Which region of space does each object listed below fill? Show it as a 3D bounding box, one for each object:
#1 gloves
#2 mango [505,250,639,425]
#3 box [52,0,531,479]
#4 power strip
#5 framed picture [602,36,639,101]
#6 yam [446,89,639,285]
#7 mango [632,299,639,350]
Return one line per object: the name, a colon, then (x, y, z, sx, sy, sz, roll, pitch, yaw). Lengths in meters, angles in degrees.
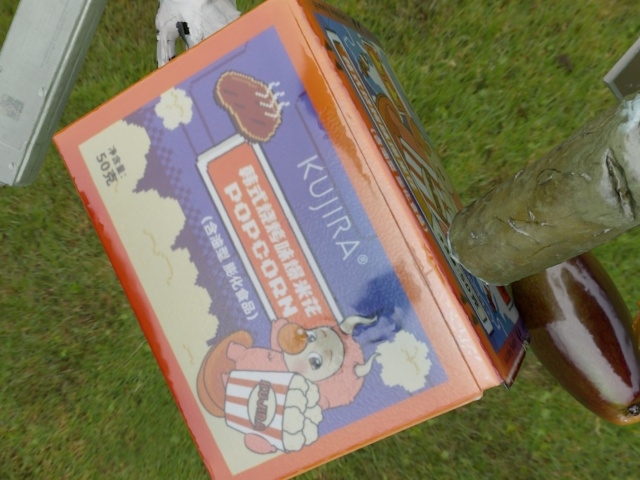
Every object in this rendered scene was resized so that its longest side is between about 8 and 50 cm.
gloves: (-0.179, -0.302, 1.309, 0.111, 0.127, 0.212, 2, 112, 29)
mango: (0.262, 0.071, 0.924, 0.111, 0.133, 0.268, -28, 80, 19)
box: (0.000, 0.000, 0.818, 0.256, 0.318, 0.349, -27, 84, 16)
power strip: (-0.308, -0.182, 0.943, 0.078, 0.052, 0.272, 26, 98, 6)
framed picture: (0.562, -0.316, 1.386, 0.250, 0.184, 0.016, -50, 57, 13)
yam: (0.120, -0.020, 0.417, 0.054, 0.132, 0.054, 14, 61, -27)
mango: (0.330, 0.033, 0.653, 0.199, 0.350, 0.201, -22, 60, 17)
